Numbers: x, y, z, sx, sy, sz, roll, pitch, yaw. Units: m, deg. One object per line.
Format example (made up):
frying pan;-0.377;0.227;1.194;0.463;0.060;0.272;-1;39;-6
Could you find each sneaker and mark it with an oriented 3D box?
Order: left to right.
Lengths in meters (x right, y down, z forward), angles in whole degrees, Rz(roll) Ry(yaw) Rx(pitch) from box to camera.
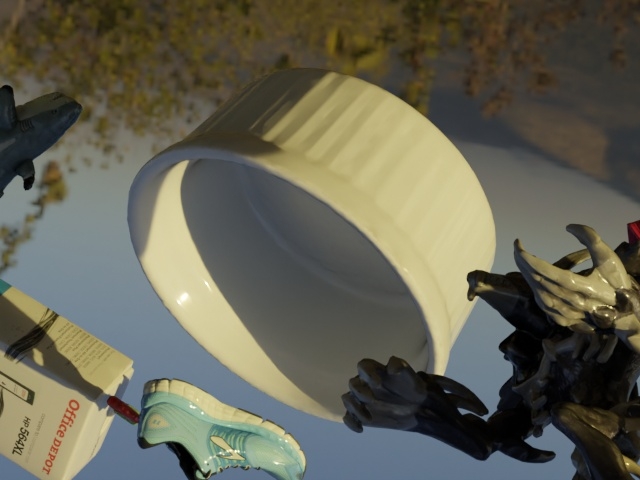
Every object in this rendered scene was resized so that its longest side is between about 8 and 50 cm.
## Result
sneaker;-0.088;0.178;1.171;0.162;0.073;0.063;27;157;-20

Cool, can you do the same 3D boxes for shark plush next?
shark plush;-0.285;-0.072;1.261;0.067;0.161;0.073;33;169;22

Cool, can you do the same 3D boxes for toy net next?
toy net;-0.143;0.171;1.322;0.122;0.045;0.232;36;168;-2

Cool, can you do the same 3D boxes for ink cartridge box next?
ink cartridge box;-0.320;0.147;1.469;0.203;0.148;0.086;31;-146;8

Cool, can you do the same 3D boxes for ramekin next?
ramekin;0.000;0.000;1.069;0.277;0.277;0.135;12;-133;32

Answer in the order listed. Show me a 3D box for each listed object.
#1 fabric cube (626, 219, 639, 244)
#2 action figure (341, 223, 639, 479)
fabric cube;0.502;0.096;1.453;0.258;0.259;0.254;-23;-134;-4
action figure;0.106;0.069;0.666;0.141;0.164;0.275;33;-154;-16
